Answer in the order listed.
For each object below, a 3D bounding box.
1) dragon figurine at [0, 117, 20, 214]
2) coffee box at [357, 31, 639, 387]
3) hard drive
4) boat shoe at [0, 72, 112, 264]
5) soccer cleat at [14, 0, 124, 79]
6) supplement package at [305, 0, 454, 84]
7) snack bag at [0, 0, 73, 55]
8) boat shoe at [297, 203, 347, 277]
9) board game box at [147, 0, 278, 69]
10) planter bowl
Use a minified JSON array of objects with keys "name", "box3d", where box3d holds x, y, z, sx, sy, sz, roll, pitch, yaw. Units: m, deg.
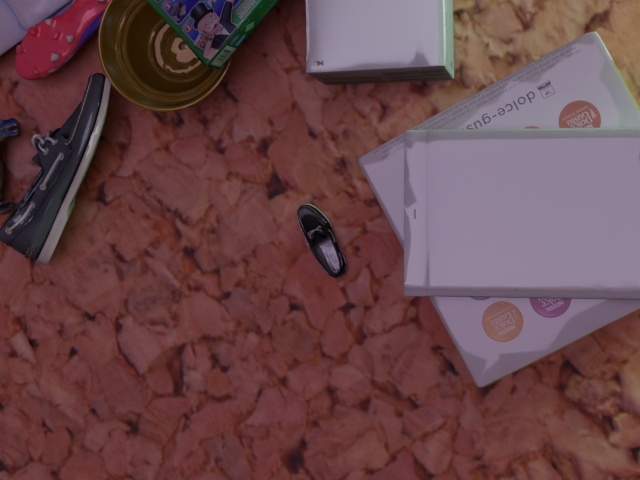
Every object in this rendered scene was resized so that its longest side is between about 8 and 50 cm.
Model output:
[{"name":"dragon figurine","box3d":[-0.582,-0.087,1.977,0.289,0.085,0.144,-30,82,6]},{"name":"coffee box","box3d":[0.298,-0.037,1.664,0.337,0.338,0.334,-28,85,11]},{"name":"hard drive","box3d":[0.255,-0.032,1.480,0.307,0.040,0.203,0,91,12]},{"name":"boat shoe","box3d":[-0.410,-0.121,1.919,0.099,0.116,0.319,22,100,-10]},{"name":"soccer cleat","box3d":[-0.378,-0.339,1.939,0.248,0.095,0.083,-43,76,16]},{"name":"supplement package","box3d":[0.088,-0.369,1.806,0.204,0.145,0.262,-1,90,12]},{"name":"snack bag","box3d":[-0.537,-0.442,1.886,0.342,0.037,0.323,-35,118,2]},{"name":"boat shoe","box3d":[0.000,0.000,1.879,0.046,0.038,0.125,-26,85,11]},{"name":"board game box","box3d":[-0.120,-0.435,1.773,0.317,0.046,0.213,-46,73,16]},{"name":"planter bowl","box3d":[-0.225,-0.303,1.899,0.217,0.090,0.217,0,91,10]}]
